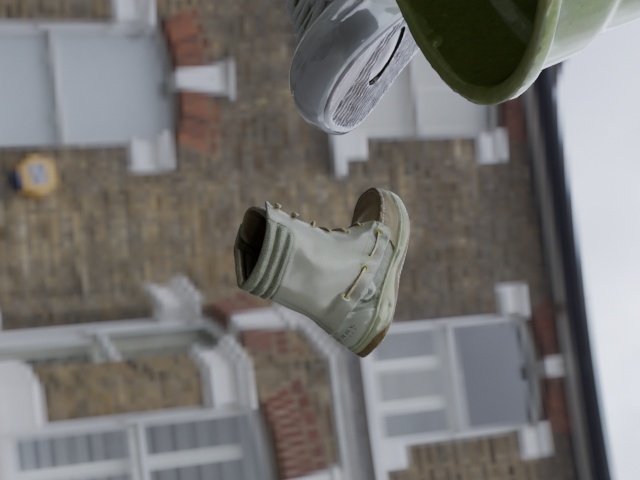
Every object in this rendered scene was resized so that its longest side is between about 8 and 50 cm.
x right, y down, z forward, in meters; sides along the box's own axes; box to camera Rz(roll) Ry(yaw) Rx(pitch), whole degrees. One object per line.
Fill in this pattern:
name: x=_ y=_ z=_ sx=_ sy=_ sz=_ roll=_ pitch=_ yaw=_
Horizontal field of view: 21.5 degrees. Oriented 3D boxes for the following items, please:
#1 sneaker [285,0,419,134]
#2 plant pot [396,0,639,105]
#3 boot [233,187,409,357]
sneaker: x=0.006 y=-0.156 z=1.141 sx=0.106 sy=0.123 sz=0.290 roll=-61 pitch=177 yaw=23
plant pot: x=0.180 y=-0.235 z=0.928 sx=0.276 sy=0.254 sz=0.276 roll=166 pitch=-90 yaw=-77
boot: x=0.000 y=0.000 z=1.694 sx=0.077 sy=0.165 sz=0.213 roll=-46 pitch=-156 yaw=41
